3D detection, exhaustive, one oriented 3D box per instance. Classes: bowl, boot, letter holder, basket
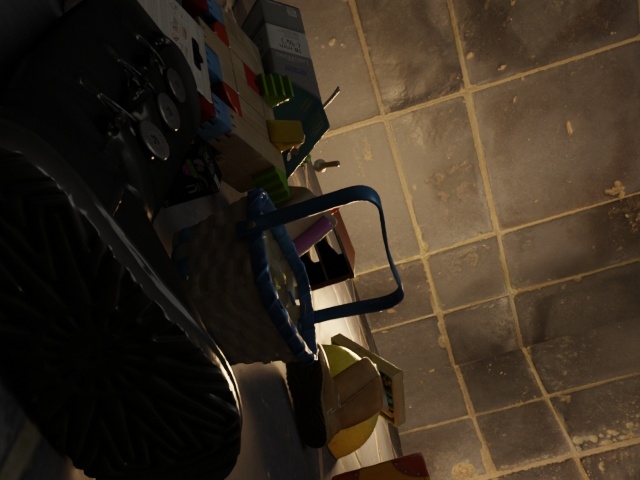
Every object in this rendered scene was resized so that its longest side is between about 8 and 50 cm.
[{"bbox_3d":[0.081,0.386,1.654,0.289,0.156,0.289,-17,90,-84],"label":"bowl"},{"bbox_3d":[0.038,0.299,1.420,0.270,0.089,0.236,-10,96,-59],"label":"boot"},{"bbox_3d":[-0.183,-0.031,0.653,0.445,0.146,0.367,-104,176,-58],"label":"boot"},{"bbox_3d":[0.000,0.000,1.967,0.302,0.152,0.214,-74,145,-78],"label":"letter holder"},{"bbox_3d":[-0.042,0.044,0.885,0.254,0.289,0.201,71,12,-49],"label":"basket"}]

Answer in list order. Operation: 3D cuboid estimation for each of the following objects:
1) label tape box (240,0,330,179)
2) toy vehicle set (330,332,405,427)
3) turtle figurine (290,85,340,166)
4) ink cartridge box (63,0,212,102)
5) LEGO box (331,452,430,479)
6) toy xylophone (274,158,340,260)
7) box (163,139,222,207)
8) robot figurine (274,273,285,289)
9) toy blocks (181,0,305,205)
[{"bbox_3d":[-0.113,-0.302,1.380,0.240,0.106,0.333,-47,-134,44],"label":"label tape box"},{"bbox_3d":[0.127,0.378,1.799,0.267,0.035,0.165,24,-52,50],"label":"toy vehicle set"},{"bbox_3d":[-0.092,-0.255,1.656,0.197,0.275,0.266,-63,155,-26],"label":"turtle figurine"},{"bbox_3d":[-0.241,-0.299,0.891,0.225,0.056,0.181,44,27,-49],"label":"ink cartridge box"},{"bbox_3d":[0.184,0.712,1.172,0.500,0.193,0.372,-104,177,-57],"label":"LEGO box"},{"bbox_3d":[-0.047,-0.057,1.261,0.081,0.236,0.322,51,1,-13],"label":"toy xylophone"},{"bbox_3d":[-0.188,-0.092,0.911,0.052,0.083,0.062,-94,166,-57],"label":"box"},{"bbox_3d":[-0.100,0.088,1.261,0.101,0.067,0.115,46,25,-39],"label":"robot figurine"},{"bbox_3d":[-0.182,-0.265,1.123,0.261,0.191,0.381,35,38,-61],"label":"toy blocks"}]
